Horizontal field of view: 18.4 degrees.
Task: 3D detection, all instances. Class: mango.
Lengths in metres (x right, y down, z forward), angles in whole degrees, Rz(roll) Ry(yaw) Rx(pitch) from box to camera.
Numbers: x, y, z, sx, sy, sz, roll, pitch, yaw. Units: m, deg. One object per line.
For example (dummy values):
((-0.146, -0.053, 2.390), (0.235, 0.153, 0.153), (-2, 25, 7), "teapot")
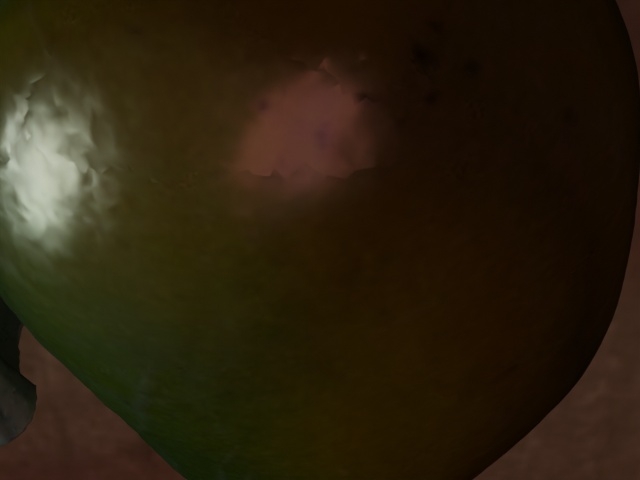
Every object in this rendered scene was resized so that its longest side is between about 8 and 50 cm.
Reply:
((0.000, 0.000, 0.477), (0.156, 0.114, 0.251), (-13, 141, 1), "mango")

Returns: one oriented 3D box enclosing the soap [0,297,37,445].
((-0.163, -0.009, 0.494), (0.115, 0.063, 0.198), (-15, 141, 17), "soap")
